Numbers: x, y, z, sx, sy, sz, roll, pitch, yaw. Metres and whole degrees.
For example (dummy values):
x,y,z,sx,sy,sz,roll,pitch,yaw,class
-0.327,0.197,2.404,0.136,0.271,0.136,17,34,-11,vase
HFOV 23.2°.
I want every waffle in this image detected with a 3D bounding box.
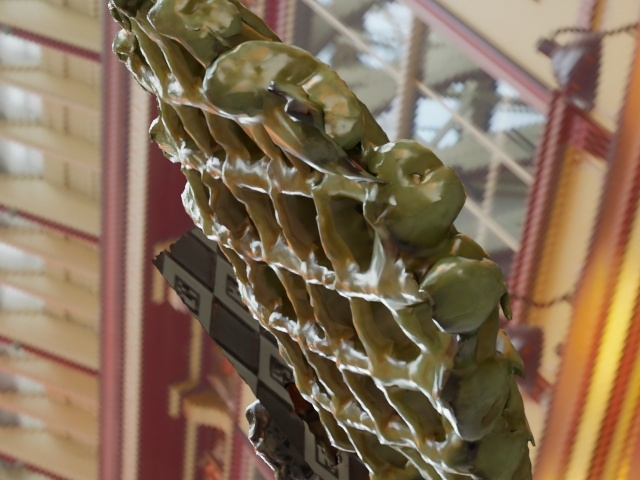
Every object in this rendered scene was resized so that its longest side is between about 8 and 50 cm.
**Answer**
x,y,z,sx,sy,sz,roll,pitch,yaw,class
0.000,0.000,0.762,0.073,0.317,0.297,-32,-28,-13,waffle

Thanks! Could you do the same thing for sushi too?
x,y,z,sx,sy,sz,roll,pitch,yaw,class
-0.034,0.099,1.399,0.059,0.292,0.294,-36,1,23,sushi
